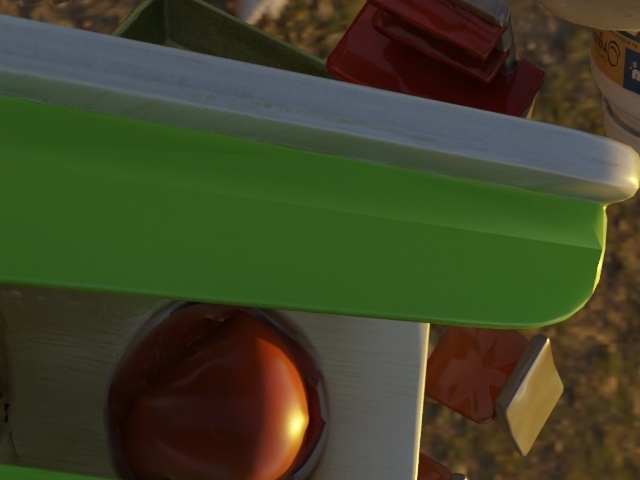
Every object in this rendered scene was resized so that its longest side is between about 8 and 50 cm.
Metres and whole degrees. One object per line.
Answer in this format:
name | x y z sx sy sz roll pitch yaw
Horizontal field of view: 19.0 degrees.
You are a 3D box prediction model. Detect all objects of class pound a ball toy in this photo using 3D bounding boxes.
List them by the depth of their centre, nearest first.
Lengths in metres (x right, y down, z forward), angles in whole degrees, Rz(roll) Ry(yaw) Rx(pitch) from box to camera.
pound a ball toy | -0.056 -0.008 0.401 0.319 0.136 0.208 8 80 -27

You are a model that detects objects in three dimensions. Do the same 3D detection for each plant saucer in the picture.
plant saucer | -0.089 -0.102 1.493 0.188 0.045 0.188 27 44 8

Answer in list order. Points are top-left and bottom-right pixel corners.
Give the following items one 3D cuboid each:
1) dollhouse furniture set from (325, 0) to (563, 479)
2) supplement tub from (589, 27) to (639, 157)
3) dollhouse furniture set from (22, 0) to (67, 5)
dollhouse furniture set | 0.000 0.000 0.939 0.259 0.262 0.135 -58 162 -11
supplement tub | 0.243 -0.156 1.192 0.144 0.144 0.199 -31 133 -35
dollhouse furniture set | -0.253 -0.272 1.395 0.161 0.242 0.212 -28 106 -20
